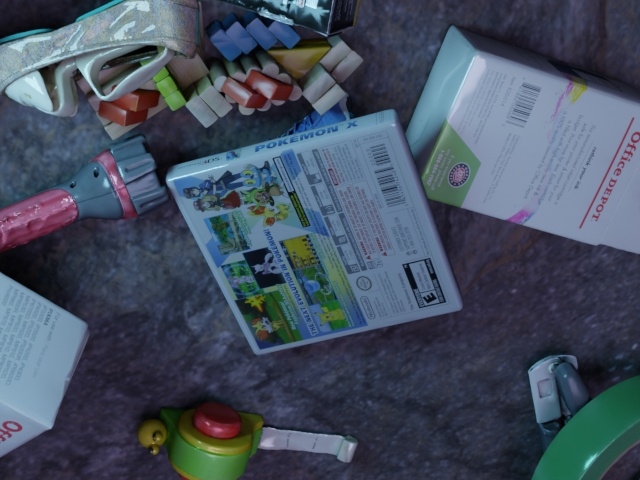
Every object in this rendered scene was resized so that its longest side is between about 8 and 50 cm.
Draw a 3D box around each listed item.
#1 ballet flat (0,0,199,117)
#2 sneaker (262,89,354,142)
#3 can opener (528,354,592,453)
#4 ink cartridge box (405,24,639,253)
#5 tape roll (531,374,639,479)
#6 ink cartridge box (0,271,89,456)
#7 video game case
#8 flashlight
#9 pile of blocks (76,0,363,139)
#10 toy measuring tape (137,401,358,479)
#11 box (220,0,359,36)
[{"bbox_3d":[-0.282,-0.204,1.510,0.316,0.107,0.106,-17,84,20],"label":"ballet flat"},{"bbox_3d":[-0.033,-0.108,1.682,0.081,0.080,0.211,28,105,-27],"label":"sneaker"},{"bbox_3d":[0.372,0.297,1.962,0.076,0.095,0.283,-17,117,-4],"label":"can opener"},{"bbox_3d":[0.303,-0.127,1.731,0.354,0.119,0.207,15,112,-19],"label":"ink cartridge box"},{"bbox_3d":[0.458,0.349,1.959,0.321,0.077,0.321,-18,129,-24],"label":"tape roll"},{"bbox_3d":[-0.515,0.115,1.559,0.385,0.160,0.279,33,139,-25],"label":"ink cartridge box"},{"bbox_3d":[0.000,0.000,1.690,0.300,0.036,0.329,-14,130,12],"label":"video game case"},{"bbox_3d":[-0.341,-0.032,1.626,0.304,0.103,0.103,-23,145,-7],"label":"flashlight"},{"bbox_3d":[-0.121,-0.210,1.594,0.362,0.112,0.148,-10,117,-9],"label":"pile of blocks"},{"bbox_3d":[-0.095,0.299,1.842,0.330,0.121,0.121,11,112,-18],"label":"toy measuring tape"},{"bbox_3d":[-0.056,-0.417,1.451,0.257,0.079,0.321,20,114,21],"label":"box"}]
